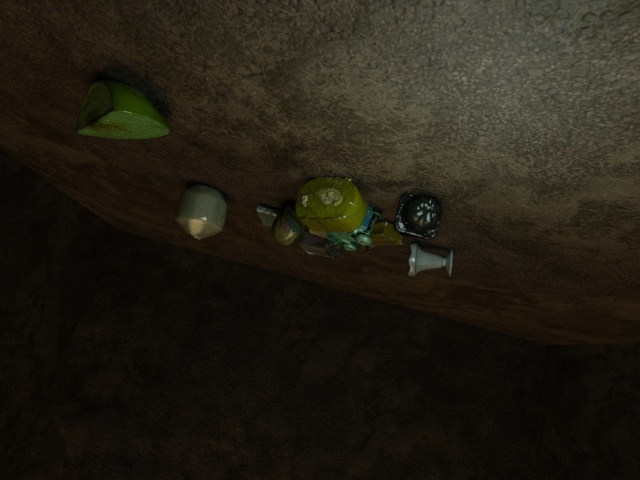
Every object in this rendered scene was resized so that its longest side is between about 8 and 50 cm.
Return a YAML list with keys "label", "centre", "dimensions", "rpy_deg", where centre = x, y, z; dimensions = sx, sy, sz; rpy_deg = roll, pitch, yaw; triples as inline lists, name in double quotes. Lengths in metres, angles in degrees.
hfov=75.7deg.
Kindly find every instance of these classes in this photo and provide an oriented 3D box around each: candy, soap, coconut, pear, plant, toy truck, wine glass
- label: "candy"
  centre: [0.000, 0.000, 2.086]
  dimensions: [0.195, 0.137, 0.185]
  rpy_deg: [10, 164, 23]
- label: "soap"
  centre: [0.260, -0.028, 1.859]
  dimensions: [0.135, 0.076, 0.233]
  rpy_deg: [23, 164, -28]
- label: "coconut"
  centre: [-0.580, -0.126, 1.988]
  dimensions: [0.244, 0.248, 0.245]
  rpy_deg: [13, 166, 3]
- label: "pear"
  centre: [-0.591, -0.399, 1.290]
  dimensions: [0.288, 0.139, 0.239]
  rpy_deg: [-5, 170, 40]
- label: "plant"
  centre: [0.345, -0.079, 1.482]
  dimensions: [0.164, 0.142, 0.256]
  rpy_deg: [17, 168, 0]
- label: "toy truck"
  centre: [0.135, -0.059, 1.731]
  dimensions: [0.156, 0.155, 0.279]
  rpy_deg: [27, 163, -11]
- label: "wine glass"
  centre: [0.510, 0.099, 1.921]
  dimensions: [0.196, 0.165, 0.165]
  rpy_deg: [7, 163, 15]

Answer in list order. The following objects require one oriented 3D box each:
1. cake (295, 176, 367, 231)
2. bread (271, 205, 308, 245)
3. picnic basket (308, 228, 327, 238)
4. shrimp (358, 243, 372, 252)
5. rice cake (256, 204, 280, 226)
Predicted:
- label: "cake"
  centre: [0.041, -0.133, 1.512]
  dimensions: [0.260, 0.179, 0.156]
  rpy_deg: [3, 161, 29]
- label: "bread"
  centre: [-0.159, -0.058, 1.903]
  dimensions: [0.158, 0.156, 0.260]
  rpy_deg: [47, 167, 0]
- label: "picnic basket"
  centre: [0.027, -0.064, 1.926]
  dimensions: [0.164, 0.080, 0.115]
  rpy_deg: [19, 166, 4]
- label: "shrimp"
  centre: [0.181, 0.010, 2.032]
  dimensions: [0.132, 0.052, 0.187]
  rpy_deg: [20, -175, -45]
- label: "rice cake"
  centre: [-0.255, -0.118, 2.088]
  dimensions: [0.127, 0.043, 0.237]
  rpy_deg: [14, 164, 2]
